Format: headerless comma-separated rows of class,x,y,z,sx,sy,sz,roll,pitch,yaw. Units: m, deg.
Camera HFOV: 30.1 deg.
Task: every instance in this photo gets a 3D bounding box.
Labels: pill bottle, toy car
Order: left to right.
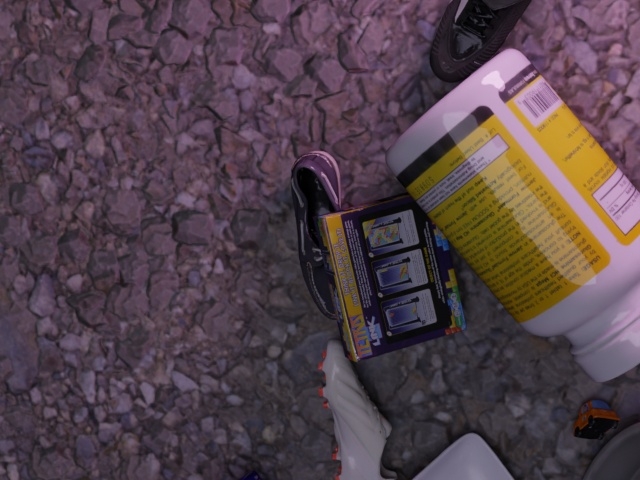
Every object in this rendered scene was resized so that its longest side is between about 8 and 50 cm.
pill bottle,0.239,-0.021,1.262,0.188,0.188,0.334,-40,89,18
toy car,0.352,0.202,1.365,0.122,0.060,0.041,-1,56,-2

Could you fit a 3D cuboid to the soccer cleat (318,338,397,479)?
soccer cleat,0.045,0.206,1.423,0.076,0.068,0.196,-7,106,11

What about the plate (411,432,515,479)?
plate,0.158,0.413,1.399,0.277,0.045,0.278,-39,90,-6

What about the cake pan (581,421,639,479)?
cake pan,0.371,0.340,1.272,0.054,0.293,0.293,13,106,-24

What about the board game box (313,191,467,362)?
board game box,0.080,0.038,1.355,0.141,0.048,0.170,-14,97,-14

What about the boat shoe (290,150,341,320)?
boat shoe,0.000,0.000,1.391,0.075,0.065,0.206,-7,99,16

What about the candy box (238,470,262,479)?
candy box,-0.104,0.491,1.455,0.268,0.122,0.317,-36,84,9

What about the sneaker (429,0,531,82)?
sneaker,0.191,-0.269,1.269,0.078,0.106,0.234,41,107,5
